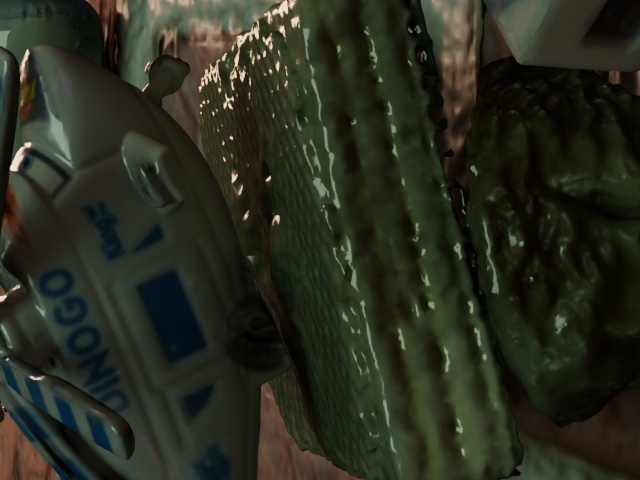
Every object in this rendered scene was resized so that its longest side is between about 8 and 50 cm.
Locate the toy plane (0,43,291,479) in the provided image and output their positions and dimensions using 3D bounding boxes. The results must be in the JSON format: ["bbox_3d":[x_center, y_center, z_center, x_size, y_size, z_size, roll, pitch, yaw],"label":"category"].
[{"bbox_3d":[-0.035,0.070,0.604,0.273,0.107,0.182,59,158,9],"label":"toy plane"}]

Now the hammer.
[{"bbox_3d":[-0.163,-0.077,1.003,0.194,0.069,0.116,-154,64,-66],"label":"hammer"}]

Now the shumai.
[{"bbox_3d":[0.093,-0.009,0.541,0.124,0.087,0.099,-69,-38,-60],"label":"shumai"}]

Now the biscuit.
[{"bbox_3d":[0.000,0.000,0.649,0.252,0.052,0.150,-177,74,-81],"label":"biscuit"}]

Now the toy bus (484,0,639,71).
[{"bbox_3d":[0.064,-0.175,0.517,0.106,0.131,0.297,-60,44,43],"label":"toy bus"}]
